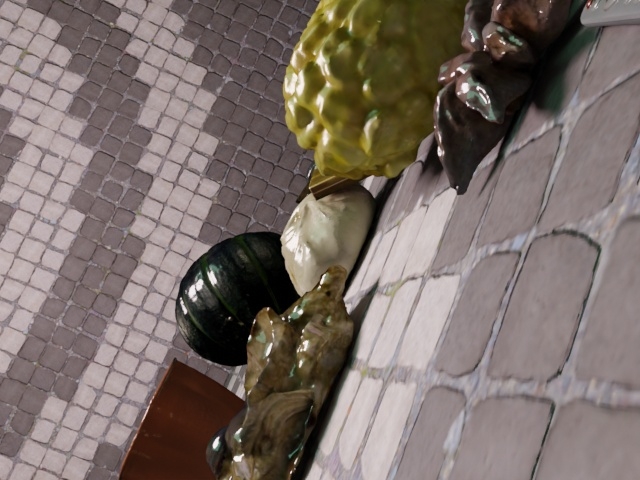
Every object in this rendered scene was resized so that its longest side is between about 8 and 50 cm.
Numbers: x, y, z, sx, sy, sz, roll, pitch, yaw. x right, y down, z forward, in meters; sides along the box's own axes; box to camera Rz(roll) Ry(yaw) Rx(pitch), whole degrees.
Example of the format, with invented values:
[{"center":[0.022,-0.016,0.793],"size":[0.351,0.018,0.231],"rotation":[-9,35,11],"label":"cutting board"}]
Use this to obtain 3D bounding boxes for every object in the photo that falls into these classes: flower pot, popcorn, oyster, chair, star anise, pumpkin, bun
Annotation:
[{"center":[-0.176,0.291,0.972],"size":[0.191,0.173,0.190],"rotation":[-63,7,13],"label":"flower pot"},{"center":[0.080,-0.199,0.671],"size":[0.286,0.174,0.225],"rotation":[-58,13,-23],"label":"popcorn"},{"center":[-0.058,0.198,0.704],"size":[0.221,0.096,0.361],"rotation":[-99,30,-68],"label":"oyster"},{"center":[0.016,-0.071,1.139],"size":[0.221,0.104,0.095],"rotation":[-82,-1,-62],"label":"chair"},{"center":[0.125,-0.134,0.479],"size":[0.195,0.065,0.182],"rotation":[-54,13,55],"label":"star anise"},{"center":[-0.110,0.106,1.092],"size":[0.250,0.216,0.250],"rotation":[-36,-10,-7],"label":"pumpkin"},{"center":[0.000,0.000,0.910],"size":[0.183,0.102,0.183],"rotation":[-157,90,-87],"label":"bun"}]

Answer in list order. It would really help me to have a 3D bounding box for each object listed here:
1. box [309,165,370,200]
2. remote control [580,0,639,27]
[{"center":[0.051,-0.102,0.870],"size":[0.133,0.023,0.090],"rotation":[-24,19,14],"label":"box"},{"center":[0.161,-0.121,0.308],"size":[0.050,0.027,0.184],"rotation":[-63,2,18],"label":"remote control"}]
